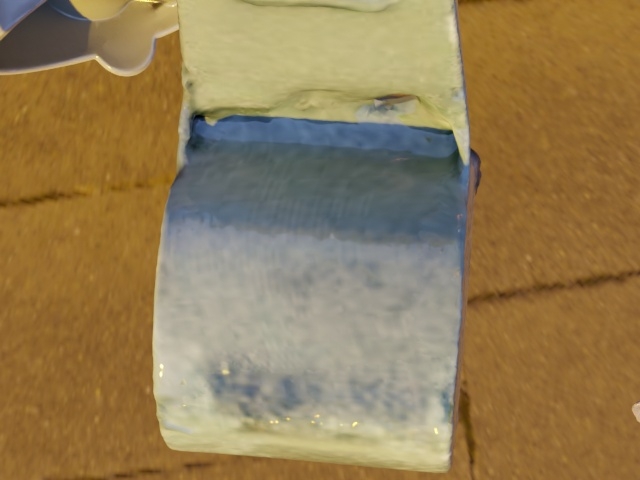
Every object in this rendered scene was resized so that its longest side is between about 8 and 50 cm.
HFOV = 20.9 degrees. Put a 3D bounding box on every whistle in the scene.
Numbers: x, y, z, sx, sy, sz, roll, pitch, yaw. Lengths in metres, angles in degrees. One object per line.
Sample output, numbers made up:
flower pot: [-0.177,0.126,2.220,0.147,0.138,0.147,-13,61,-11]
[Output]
whistle: [0.004,-0.028,0.959,0.168,0.188,0.405,5,122,5]

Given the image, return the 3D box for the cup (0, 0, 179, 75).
cup: [-0.172,-0.277,1.248,0.289,0.219,0.258,-33,80,42]

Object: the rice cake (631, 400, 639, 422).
rice cake: [0.427,0.119,1.558,0.298,0.106,0.050,-15,81,-30]
